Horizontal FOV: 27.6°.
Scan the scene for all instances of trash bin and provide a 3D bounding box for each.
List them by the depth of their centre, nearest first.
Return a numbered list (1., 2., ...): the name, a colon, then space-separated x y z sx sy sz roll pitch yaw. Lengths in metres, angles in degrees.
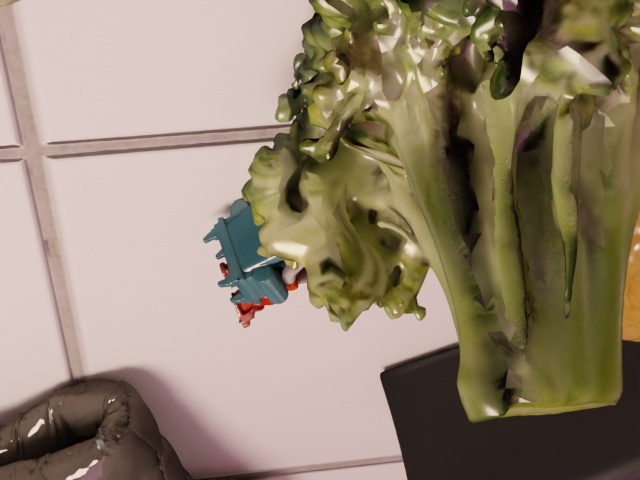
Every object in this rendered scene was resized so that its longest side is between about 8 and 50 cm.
1. trash bin: 0.182 0.149 1.014 0.225 0.165 0.115 -24 144 16

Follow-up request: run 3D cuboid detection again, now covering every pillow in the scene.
1. pillow: -0.258 0.237 1.050 0.326 0.101 0.228 -16 134 9

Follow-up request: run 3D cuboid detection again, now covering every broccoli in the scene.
1. broccoli: 0.078 -0.032 0.633 0.263 0.243 0.247 -10 161 10

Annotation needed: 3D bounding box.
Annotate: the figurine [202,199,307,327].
1. figurine: 0.000 0.000 0.829 0.140 0.068 0.075 -19 143 3

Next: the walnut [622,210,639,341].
1. walnut: 0.206 -0.017 0.785 0.144 0.144 0.180 6 133 -23

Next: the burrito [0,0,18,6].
1. burrito: -0.081 -0.165 0.548 0.392 0.076 0.117 -16 152 13
